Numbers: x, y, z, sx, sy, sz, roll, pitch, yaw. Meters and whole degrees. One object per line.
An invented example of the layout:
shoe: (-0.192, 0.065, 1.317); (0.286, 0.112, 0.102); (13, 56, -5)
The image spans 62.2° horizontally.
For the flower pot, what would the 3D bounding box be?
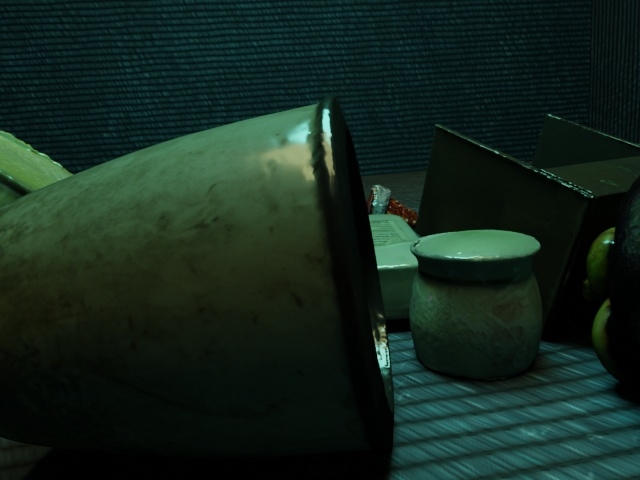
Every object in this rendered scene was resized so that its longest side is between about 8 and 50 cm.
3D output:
flower pot: (-0.114, 0.045, 0.476); (0.329, 0.294, 0.293); (-8, 11, 9)

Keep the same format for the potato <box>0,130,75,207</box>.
potato: (-0.550, 0.002, 0.879); (0.385, 0.320, 0.442); (36, 1, -4)

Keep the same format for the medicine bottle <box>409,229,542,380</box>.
medicine bottle: (0.175, 0.064, 0.607); (0.147, 0.143, 0.147); (-5, 11, 1)

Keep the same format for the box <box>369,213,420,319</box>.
box: (-0.031, 0.041, 0.880); (0.395, 0.111, 0.396); (-5, 12, 1)

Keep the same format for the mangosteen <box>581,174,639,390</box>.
mangosteen: (0.364, 0.029, 0.473); (0.274, 0.275, 0.302); (-9, -7, -22)

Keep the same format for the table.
table: (0.324, -0.044, 0.755); (0.250, 0.197, 0.282); (-11, 32, -25)

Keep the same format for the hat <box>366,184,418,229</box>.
hat: (0.204, -0.059, 1.353); (0.227, 0.129, 0.140); (14, -10, 1)
